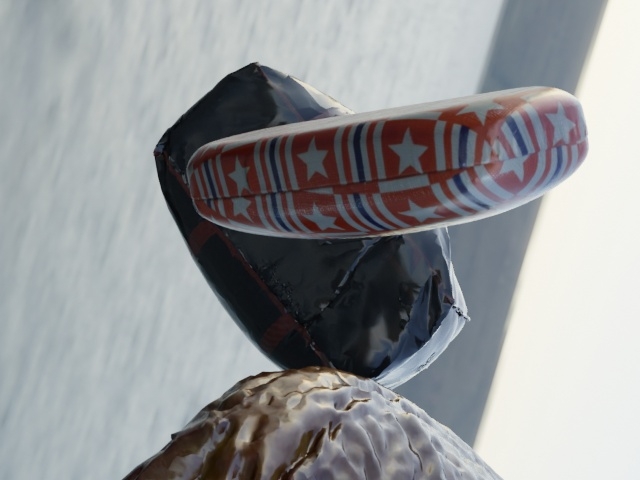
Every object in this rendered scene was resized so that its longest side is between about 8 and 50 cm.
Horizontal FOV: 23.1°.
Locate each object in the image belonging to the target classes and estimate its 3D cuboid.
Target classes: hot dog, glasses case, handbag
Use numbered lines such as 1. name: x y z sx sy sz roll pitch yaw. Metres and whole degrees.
1. hot dog: -0.007 0.219 0.877 0.267 0.387 0.174 -47 -139 5
2. glasses case: 0.019 -0.026 0.636 0.073 0.194 0.049 -17 98 -41
3. handbag: 0.000 0.000 1.042 0.155 0.215 0.169 -38 170 -2
